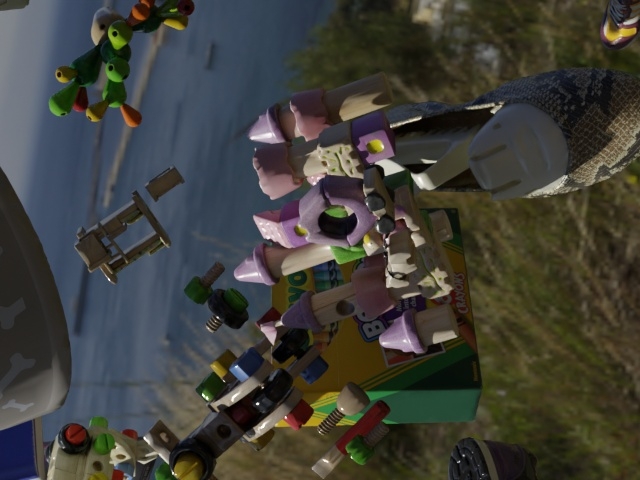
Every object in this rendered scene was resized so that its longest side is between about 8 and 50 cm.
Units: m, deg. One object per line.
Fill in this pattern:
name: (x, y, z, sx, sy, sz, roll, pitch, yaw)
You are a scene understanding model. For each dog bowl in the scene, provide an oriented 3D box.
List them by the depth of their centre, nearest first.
dog bowl: (-0.367, 0.029, 1.107, 0.348, 0.102, 0.349, 31, 135, 37)

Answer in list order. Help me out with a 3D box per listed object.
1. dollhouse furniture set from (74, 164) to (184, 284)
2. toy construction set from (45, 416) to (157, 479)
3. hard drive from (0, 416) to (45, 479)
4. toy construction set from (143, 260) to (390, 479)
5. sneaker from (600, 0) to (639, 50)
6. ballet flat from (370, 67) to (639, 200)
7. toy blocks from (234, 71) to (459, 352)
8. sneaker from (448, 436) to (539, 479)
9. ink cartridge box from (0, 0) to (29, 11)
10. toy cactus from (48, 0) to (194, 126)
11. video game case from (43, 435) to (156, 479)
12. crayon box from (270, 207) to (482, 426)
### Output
dollhouse furniture set: (-0.266, -0.014, 1.842, 0.101, 0.182, 0.161, 56, 179, -14)
toy construction set: (-0.321, 0.393, 1.855, 0.151, 0.215, 0.328, -56, 25, 30)
hard drive: (-0.545, 0.273, 1.678, 0.040, 0.318, 0.210, 76, 180, -54)
toy construction set: (-0.086, 0.241, 1.600, 0.237, 0.309, 0.257, -47, 29, 12)
sneaker: (0.424, -0.338, 1.692, 0.070, 0.083, 0.185, 55, 142, 29)
ballet flat: (0.207, -0.114, 1.600, 0.482, 0.182, 0.164, -2, 113, 52)
toy blocks: (0.000, 0.000, 1.471, 0.309, 0.260, 0.289, -86, -26, -55)
sneaker: (0.261, 0.373, 1.519, 0.107, 0.124, 0.283, 124, 144, -44)
ink cartridge box: (-0.412, -0.317, 1.435, 0.122, 0.088, 0.052, 37, 128, 29)
toy cactus: (-0.243, -0.238, 1.497, 0.219, 0.112, 0.180, -48, 32, 14)
video game case: (-0.420, 0.420, 2.069, 0.026, 0.274, 0.196, 48, 125, 46)
crayon box: (0.078, 0.113, 1.937, 0.106, 0.313, 0.363, 92, 177, -49)
